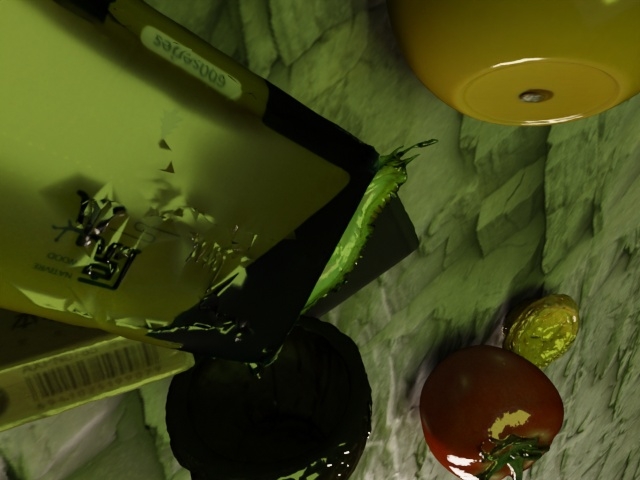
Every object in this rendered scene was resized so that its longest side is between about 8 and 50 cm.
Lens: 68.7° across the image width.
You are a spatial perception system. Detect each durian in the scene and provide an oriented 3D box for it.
[{"bbox_3d":[0.005,0.004,0.600,0.132,0.106,0.375,35,93,-25],"label":"durian"}]

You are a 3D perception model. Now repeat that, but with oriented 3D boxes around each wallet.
[{"bbox_3d":[0.022,0.016,0.702,0.245,0.052,0.168,-34,122,-5],"label":"wallet"}]

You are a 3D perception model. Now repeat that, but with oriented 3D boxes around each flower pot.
[{"bbox_3d":[-0.060,0.282,0.669,0.267,0.266,0.267,-17,130,-19],"label":"flower pot"}]

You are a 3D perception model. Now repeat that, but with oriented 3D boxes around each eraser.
[{"bbox_3d":[-0.327,0.127,0.519,0.344,0.144,0.078,-15,119,-21],"label":"eraser"}]

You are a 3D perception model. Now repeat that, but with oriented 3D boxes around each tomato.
[{"bbox_3d":[0.310,0.322,0.870,0.256,0.224,0.255,-8,121,-13],"label":"tomato"}]

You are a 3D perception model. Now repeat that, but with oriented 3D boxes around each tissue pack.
[{"bbox_3d":[-0.189,-0.078,0.432,0.417,0.253,0.264,25,100,-34],"label":"tissue pack"}]

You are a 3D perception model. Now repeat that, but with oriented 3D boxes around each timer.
[{"bbox_3d":[0.243,-0.333,0.505,0.376,0.376,0.386,13,83,-30],"label":"timer"}]

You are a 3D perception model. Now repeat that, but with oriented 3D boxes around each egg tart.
[{"bbox_3d":[0.444,0.183,0.968,0.191,0.074,0.191,-10,116,-21],"label":"egg tart"}]
